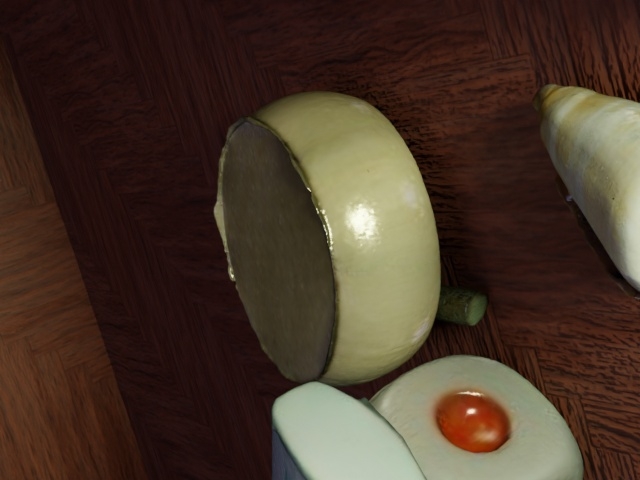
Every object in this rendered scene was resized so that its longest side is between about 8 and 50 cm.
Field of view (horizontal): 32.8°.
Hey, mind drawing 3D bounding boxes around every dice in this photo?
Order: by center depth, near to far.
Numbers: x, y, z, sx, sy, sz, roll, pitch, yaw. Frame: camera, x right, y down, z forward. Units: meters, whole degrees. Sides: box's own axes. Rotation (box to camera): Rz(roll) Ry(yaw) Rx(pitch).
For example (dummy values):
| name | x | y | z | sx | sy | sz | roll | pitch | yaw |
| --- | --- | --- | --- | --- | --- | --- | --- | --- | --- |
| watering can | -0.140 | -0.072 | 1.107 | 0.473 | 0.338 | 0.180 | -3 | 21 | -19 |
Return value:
| name | x | y | z | sx | sy | sz | roll | pitch | yaw |
| --- | --- | --- | --- | --- | --- | --- | --- | --- | --- |
| dice | 0.145 | 0.249 | 1.153 | 0.194 | 0.193 | 0.191 | 44 | 142 | 34 |

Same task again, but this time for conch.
| name | x | y | z | sx | sy | sz | roll | pitch | yaw |
| --- | --- | --- | --- | --- | --- | --- | --- | --- | --- |
| conch | 0.259 | -0.055 | 0.866 | 0.158 | 0.127 | 0.255 | 56 | -169 | -45 |

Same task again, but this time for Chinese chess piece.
| name | x | y | z | sx | sy | sz | roll | pitch | yaw |
| --- | --- | --- | --- | --- | --- | --- | --- | --- | --- |
| Chinese chess piece | 0.000 | 0.000 | 1.241 | 0.338 | 0.141 | 0.338 | 45 | 142 | 50 |

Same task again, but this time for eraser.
| name | x | y | z | sx | sy | sz | roll | pitch | yaw |
| --- | --- | --- | --- | --- | --- | --- | --- | --- | --- |
| eraser | 0.023 | 0.303 | 1.094 | 0.189 | 0.104 | 0.290 | 37 | 139 | 37 |

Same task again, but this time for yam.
| name | x | y | z | sx | sy | sz | roll | pitch | yaw |
| --- | --- | --- | --- | --- | --- | --- | --- | --- | --- |
| yam | 0.144 | 0.070 | 1.187 | 0.094 | 0.043 | 0.043 | 7 | 115 | 56 |
